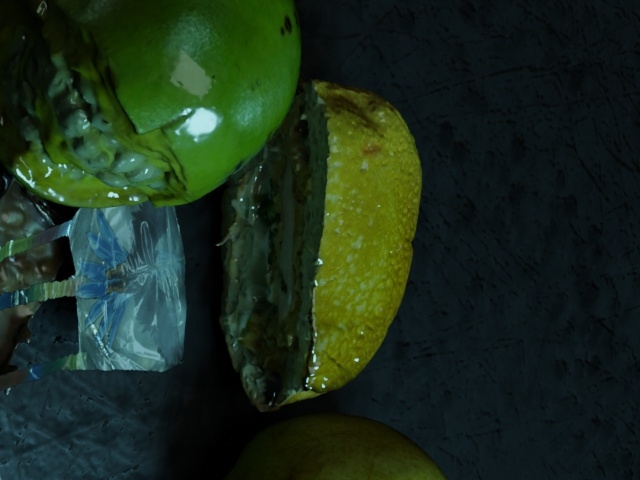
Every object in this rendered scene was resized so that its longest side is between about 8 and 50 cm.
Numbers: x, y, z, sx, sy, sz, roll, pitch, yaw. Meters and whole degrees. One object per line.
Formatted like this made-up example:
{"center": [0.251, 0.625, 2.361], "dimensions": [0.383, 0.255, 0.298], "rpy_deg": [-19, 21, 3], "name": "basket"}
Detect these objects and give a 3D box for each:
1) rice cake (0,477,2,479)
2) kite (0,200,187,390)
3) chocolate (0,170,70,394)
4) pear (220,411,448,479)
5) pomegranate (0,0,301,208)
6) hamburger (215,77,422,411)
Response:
{"center": [-0.363, 0.237, 1.146], "dimensions": [0.336, 0.066, 0.063], "rpy_deg": [-27, 102, -36], "name": "rice cake"}
{"center": [-0.174, 0.047, 1.252], "dimensions": [0.310, 0.015, 0.169], "rpy_deg": [-29, 115, -61], "name": "kite"}
{"center": [-0.274, 0.097, 1.173], "dimensions": [0.102, 0.065, 0.329], "rpy_deg": [47, 54, -31], "name": "chocolate"}
{"center": [0.007, 0.242, 1.402], "dimensions": [0.209, 0.209, 0.209], "rpy_deg": [-7, 101, -42], "name": "pear"}
{"center": [-0.149, -0.157, 1.173], "dimensions": [0.236, 0.236, 0.302], "rpy_deg": [-53, 130, -23], "name": "pomegranate"}
{"center": [0.000, 0.000, 1.398], "dimensions": [0.156, 0.144, 0.283], "rpy_deg": [-7, 105, -49], "name": "hamburger"}
